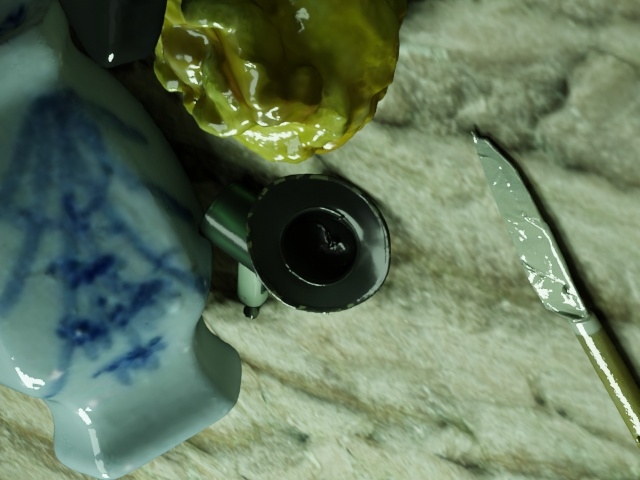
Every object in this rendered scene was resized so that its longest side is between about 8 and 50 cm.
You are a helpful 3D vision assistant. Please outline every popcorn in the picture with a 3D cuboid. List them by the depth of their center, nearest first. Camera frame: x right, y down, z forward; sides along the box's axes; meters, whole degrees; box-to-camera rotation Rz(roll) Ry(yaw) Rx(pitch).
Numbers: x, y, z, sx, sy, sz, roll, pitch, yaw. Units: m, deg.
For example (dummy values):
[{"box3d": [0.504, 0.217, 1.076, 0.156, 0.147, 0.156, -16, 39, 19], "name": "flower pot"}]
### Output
[{"box3d": [-0.037, -0.138, 1.056, 0.197, 0.155, 0.197, 37, 162, 14], "name": "popcorn"}]

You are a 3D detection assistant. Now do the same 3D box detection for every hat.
[{"box3d": [0.000, 0.000, 1.267, 0.121, 0.121, 0.050, 44, -171, 2], "name": "hat"}]

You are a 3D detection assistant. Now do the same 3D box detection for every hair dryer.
[{"box3d": [-0.052, 0.029, 1.392, 0.100, 0.057, 0.198, 37, 158, 13], "name": "hair dryer"}]

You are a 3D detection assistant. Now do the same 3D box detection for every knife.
[{"box3d": [0.177, 0.044, 1.152, 0.047, 0.017, 0.298, 7, 134, 55], "name": "knife"}]

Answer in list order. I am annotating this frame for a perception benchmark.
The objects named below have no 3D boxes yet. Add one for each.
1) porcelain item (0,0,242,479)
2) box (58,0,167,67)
[{"box3d": [-0.219, -0.001, 1.359, 0.178, 0.242, 0.405, 45, 161, 57], "name": "porcelain item"}, {"box3d": [-0.150, -0.289, 0.949, 0.290, 0.073, 0.289, 58, 150, 36], "name": "box"}]
